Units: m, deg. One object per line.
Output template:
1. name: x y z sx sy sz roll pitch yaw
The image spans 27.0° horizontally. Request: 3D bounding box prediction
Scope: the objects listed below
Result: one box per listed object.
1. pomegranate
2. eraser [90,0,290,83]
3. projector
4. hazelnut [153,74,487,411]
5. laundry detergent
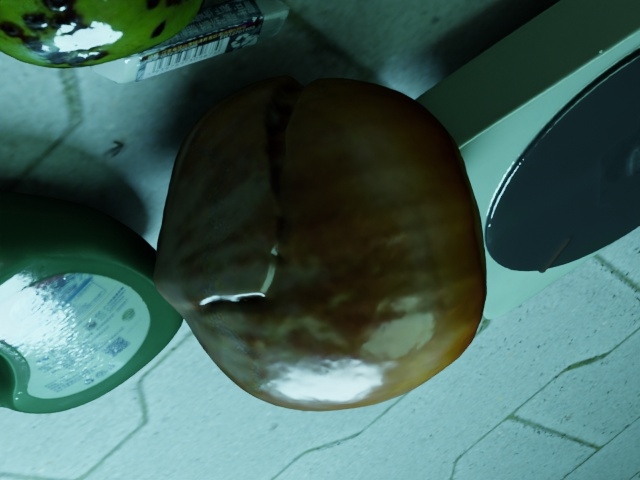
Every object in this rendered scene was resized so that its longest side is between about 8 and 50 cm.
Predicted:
1. pomegranate: -0.070 -0.119 0.472 0.122 0.161 0.122 -23 116 -61
2. eraser: -0.062 -0.098 0.640 0.099 0.019 0.027 -23 163 -23
3. projector: 0.183 -0.082 0.869 0.259 0.079 0.257 -34 152 -3
4. hazelnut: 0.000 0.000 0.712 0.182 0.182 0.182 -26 151 -16
5. laundry detergent: -0.165 0.029 0.679 0.137 0.063 0.211 -34 152 10
